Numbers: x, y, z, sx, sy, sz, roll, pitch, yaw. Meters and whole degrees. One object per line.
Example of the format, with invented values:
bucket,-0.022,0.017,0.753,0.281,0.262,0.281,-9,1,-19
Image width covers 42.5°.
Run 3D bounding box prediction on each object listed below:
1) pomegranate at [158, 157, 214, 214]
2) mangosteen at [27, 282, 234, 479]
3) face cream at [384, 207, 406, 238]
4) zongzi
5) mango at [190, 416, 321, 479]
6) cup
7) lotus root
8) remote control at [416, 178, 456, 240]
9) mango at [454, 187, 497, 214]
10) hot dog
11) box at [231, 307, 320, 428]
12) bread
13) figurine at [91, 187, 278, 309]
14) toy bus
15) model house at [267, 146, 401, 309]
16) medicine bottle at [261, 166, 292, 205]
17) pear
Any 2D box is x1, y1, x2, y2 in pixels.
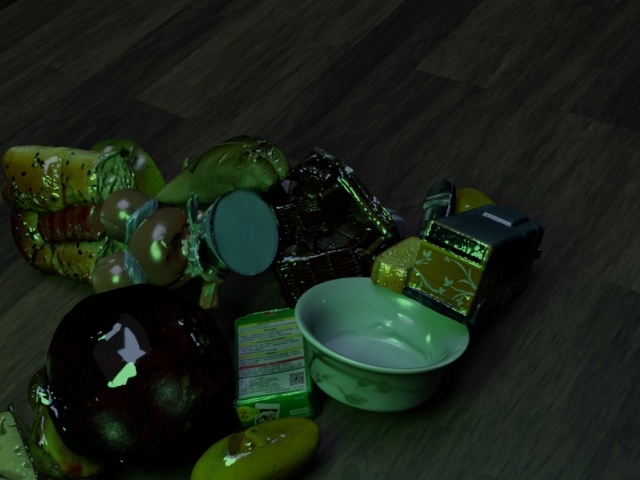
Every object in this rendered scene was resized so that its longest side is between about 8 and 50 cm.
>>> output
pomegranate,-0.314,-0.075,2.054,0.246,0.198,0.198,-51,47,11
mangosteen,-0.386,0.276,1.627,0.421,0.381,0.381,-20,45,-6
face cream,0.151,-0.036,1.992,0.091,0.091,0.095,-36,40,-21
zongzi,-0.233,-0.132,1.862,0.300,0.145,0.274,-26,14,-13
mango,-0.121,0.421,1.574,0.262,0.167,0.130,-24,59,-14
cup,0.112,0.226,1.654,0.347,0.163,0.347,7,25,-3
lotus root,-0.659,0.473,1.711,0.170,0.074,0.260,-24,47,-9
remote control,0.269,-0.018,1.915,0.090,0.066,0.266,-3,61,40
mango,0.371,-0.048,1.954,0.130,0.092,0.194,-32,56,-18
hot dog,-0.638,-0.070,2.043,0.365,0.367,0.196,16,29,31
box,-0.100,0.267,1.751,0.180,0.103,0.250,-10,46,5
bread,0.189,0.049,1.776,0.103,0.065,0.187,25,33,35
figurine,-0.313,0.013,1.817,0.388,0.248,0.276,-11,67,44
toy bus,0.328,0.040,1.714,0.162,0.194,0.323,25,23,29
model house,0.000,0.000,1.864,0.282,0.317,0.297,-34,33,-28
medicine bottle,-0.155,-0.086,2.073,0.201,0.052,0.171,-33,33,39
pear,-0.524,-0.139,2.158,0.292,0.292,0.159,30,50,35
